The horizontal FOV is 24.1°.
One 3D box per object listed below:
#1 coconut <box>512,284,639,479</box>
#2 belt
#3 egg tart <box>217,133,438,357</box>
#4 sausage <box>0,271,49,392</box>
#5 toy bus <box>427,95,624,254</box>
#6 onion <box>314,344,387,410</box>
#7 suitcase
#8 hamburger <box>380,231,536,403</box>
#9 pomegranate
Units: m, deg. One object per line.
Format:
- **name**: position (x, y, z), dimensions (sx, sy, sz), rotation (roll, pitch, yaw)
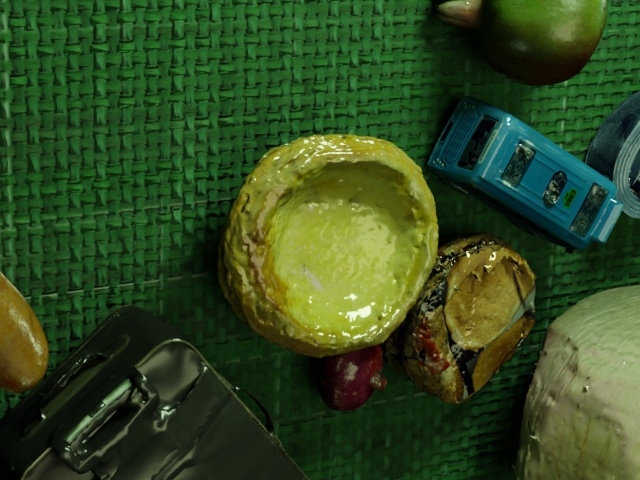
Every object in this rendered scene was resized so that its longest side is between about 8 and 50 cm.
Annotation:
- **coconut**: position (0.460, 0.224, 1.977), dimensions (0.404, 0.404, 0.405), rotation (-10, 110, -28)
- **belt**: position (0.447, -0.122, 2.039), dimensions (0.141, 0.082, 0.190), rotation (39, 84, -30)
- **egg tart**: position (0.000, 0.000, 1.790), dimensions (0.294, 0.123, 0.294), rotation (-8, 105, -30)
- **sausage**: position (-0.388, 0.061, 1.591), dimensions (0.109, 0.109, 0.270), rotation (-47, 122, -10)
- **toy bus**: position (0.266, -0.079, 1.914), dimensions (0.246, 0.134, 0.114), rotation (29, 89, -33)
- **onion**: position (0.039, 0.164, 1.877), dimensions (0.107, 0.097, 0.107), rotation (19, 90, -75)
- **suitcase**: position (-0.169, 0.288, 1.732), dimensions (0.283, 0.194, 0.434), rotation (-44, 122, -11)
- **hamburger**: position (0.180, 0.093, 1.925), dimensions (0.231, 0.107, 0.231), rotation (-15, 118, -32)
- **pomegranate**: position (0.244, -0.281, 1.830), dimensions (0.209, 0.180, 0.180), rotation (10, 101, -3)
